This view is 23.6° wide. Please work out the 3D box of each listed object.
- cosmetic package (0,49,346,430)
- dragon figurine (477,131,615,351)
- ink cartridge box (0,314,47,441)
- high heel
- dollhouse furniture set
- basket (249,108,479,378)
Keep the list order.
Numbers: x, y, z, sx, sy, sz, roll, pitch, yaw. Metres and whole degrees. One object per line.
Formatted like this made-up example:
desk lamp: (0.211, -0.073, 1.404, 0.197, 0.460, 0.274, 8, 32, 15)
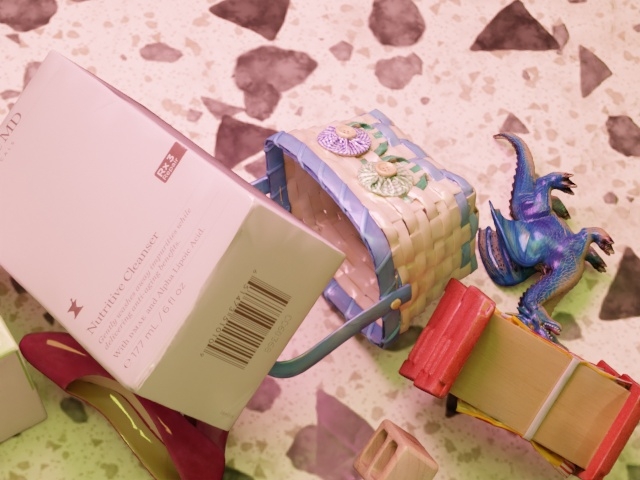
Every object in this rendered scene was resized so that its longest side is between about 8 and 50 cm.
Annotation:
cosmetic package: (-0.183, -0.009, 1.518, 0.385, 0.156, 0.217, 34, 91, 41)
dragon figurine: (0.224, -0.004, 1.690, 0.144, 0.085, 0.289, -22, 67, -14)
ink cartridge box: (-0.421, 0.032, 1.569, 0.119, 0.207, 0.353, -28, 68, -14)
high heel: (-0.204, 0.183, 1.548, 0.244, 0.082, 0.117, 31, 52, -20)
dollhouse furniture set: (0.135, 0.246, 1.525, 0.201, 0.152, 0.374, 31, 90, -10)
basket: (0.000, 0.000, 1.600, 0.289, 0.201, 0.255, -34, 50, -17)
